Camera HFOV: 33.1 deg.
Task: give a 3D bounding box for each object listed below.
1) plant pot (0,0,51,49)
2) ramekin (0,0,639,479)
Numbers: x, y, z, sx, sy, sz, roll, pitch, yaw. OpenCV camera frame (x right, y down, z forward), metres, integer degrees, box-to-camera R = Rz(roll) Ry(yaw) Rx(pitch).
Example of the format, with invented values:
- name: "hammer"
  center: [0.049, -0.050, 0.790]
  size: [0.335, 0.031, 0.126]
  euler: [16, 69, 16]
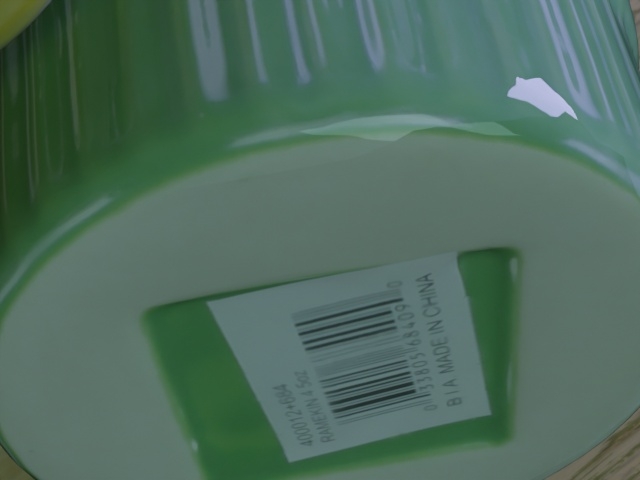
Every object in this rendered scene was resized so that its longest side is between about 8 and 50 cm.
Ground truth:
- name: "plant pot"
  center: [-0.192, -0.164, 0.312]
  size: [0.239, 0.254, 0.254]
  euler: [26, 98, -48]
- name: "ramekin"
  center: [0.000, 0.000, 0.441]
  size: [0.303, 0.148, 0.303]
  euler: [-6, 139, -5]
